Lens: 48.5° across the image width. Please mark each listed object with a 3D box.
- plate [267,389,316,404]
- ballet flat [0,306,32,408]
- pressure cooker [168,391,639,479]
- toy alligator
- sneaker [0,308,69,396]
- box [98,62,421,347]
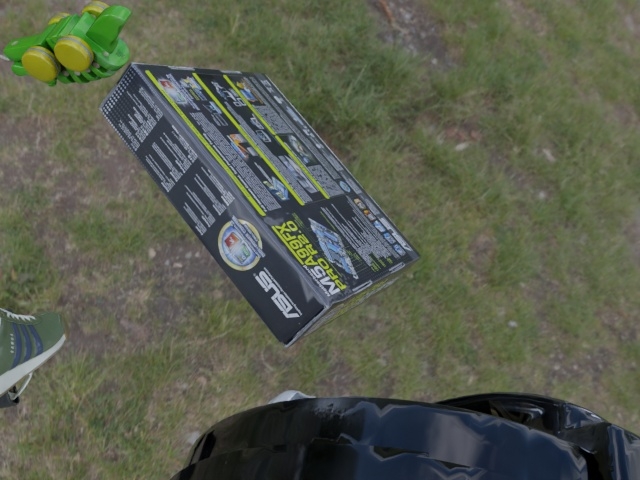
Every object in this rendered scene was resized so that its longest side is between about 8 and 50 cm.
[{"bbox_3d":[-0.125,0.423,1.492,0.045,0.277,0.278,36,83,16],"label":"plate"},{"bbox_3d":[-0.690,0.266,1.594,0.096,0.280,0.095,15,31,-16],"label":"ballet flat"},{"bbox_3d":[0.041,0.293,0.421,0.370,0.375,0.420,5,48,13],"label":"pressure cooker"},{"bbox_3d":[-0.218,-0.150,0.588,0.051,0.190,0.056,55,41,-40],"label":"toy alligator"},{"bbox_3d":[-0.324,0.094,0.724,0.064,0.086,0.192,-8,16,13],"label":"sneaker"},{"bbox_3d":[-0.045,-0.049,0.674,0.270,0.060,0.216,50,28,10],"label":"box"}]
